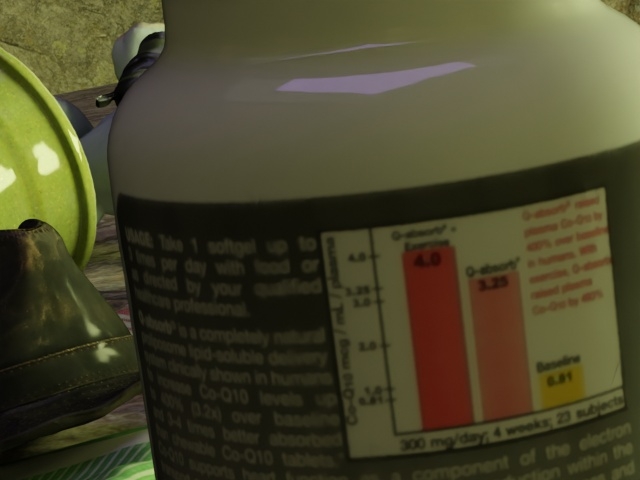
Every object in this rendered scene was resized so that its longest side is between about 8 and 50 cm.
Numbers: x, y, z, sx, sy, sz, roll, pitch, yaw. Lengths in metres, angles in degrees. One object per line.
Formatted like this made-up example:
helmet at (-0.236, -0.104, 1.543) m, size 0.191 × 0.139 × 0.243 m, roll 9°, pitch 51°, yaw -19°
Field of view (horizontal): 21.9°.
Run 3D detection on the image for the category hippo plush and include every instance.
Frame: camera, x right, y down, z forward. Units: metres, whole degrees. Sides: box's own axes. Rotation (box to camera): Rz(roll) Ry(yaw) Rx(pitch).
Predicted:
hippo plush at (-0.216, -0.062, 1.782) m, size 0.236 × 0.234 × 0.294 m, roll -22°, pitch 50°, yaw 15°

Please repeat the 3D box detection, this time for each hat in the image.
hat at (-0.197, 0.061, 1.002) m, size 0.331 × 0.134 × 0.331 m, roll -13°, pitch -3°, yaw -1°

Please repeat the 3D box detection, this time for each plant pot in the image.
plant pot at (-0.380, -0.014, 1.441) m, size 0.276 × 0.276 × 0.254 m, roll 1°, pitch 26°, yaw 35°

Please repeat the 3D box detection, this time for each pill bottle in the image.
pill bottle at (0.034, 0.026, 0.614) m, size 0.210 × 0.363 × 0.210 m, roll -7°, pitch 12°, yaw 1°

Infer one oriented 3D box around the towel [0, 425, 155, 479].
towel at (-0.216, 0.147, 0.778) m, size 0.248 × 0.038 × 0.325 m, roll -15°, pitch -1°, yaw 21°

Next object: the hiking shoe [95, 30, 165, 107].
hiking shoe at (-0.102, -0.104, 1.600) m, size 0.227 × 0.086 × 0.114 m, roll 30°, pitch 61°, yaw 11°

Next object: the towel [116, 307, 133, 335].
towel at (-0.135, 0.083, 1.314) m, size 0.197 × 0.029 × 0.144 m, roll -21°, pitch 17°, yaw -40°
